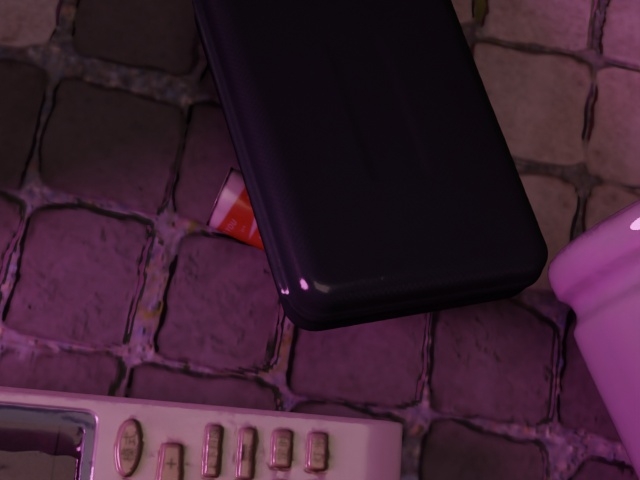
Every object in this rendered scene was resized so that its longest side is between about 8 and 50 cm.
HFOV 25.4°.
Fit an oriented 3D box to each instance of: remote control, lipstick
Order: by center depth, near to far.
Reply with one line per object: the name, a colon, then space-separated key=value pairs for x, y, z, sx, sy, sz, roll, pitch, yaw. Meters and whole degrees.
remote control: x=-0.096 y=0.138 z=0.764 sx=0.277 sy=0.055 sz=0.103 roll=6 pitch=72 yaw=-8
lipstick: x=0.000 y=0.000 z=0.830 sx=0.131 sy=0.038 sz=0.038 roll=23 pitch=71 yaw=-3

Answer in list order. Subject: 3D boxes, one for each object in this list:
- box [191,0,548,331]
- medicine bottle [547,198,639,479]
box: x=0.024 y=-0.064 z=0.820 sx=0.160 sy=0.050 sz=0.230 roll=-8 pitch=64 yaw=-21
medicine bottle: x=0.273 y=0.115 z=0.757 sx=0.202 sy=0.202 sz=0.316 roll=-19 pitch=78 yaw=-15
